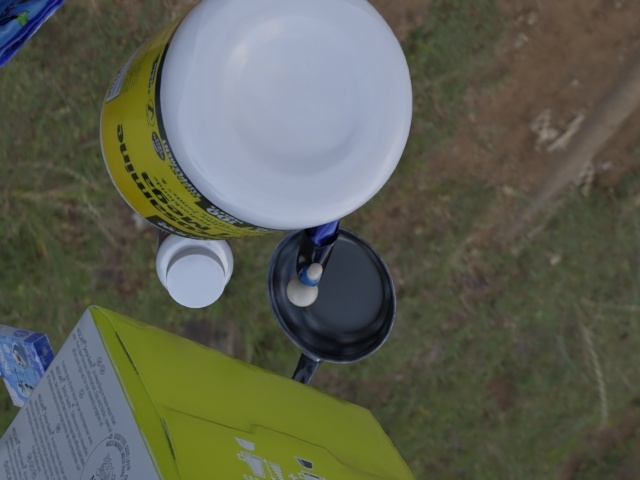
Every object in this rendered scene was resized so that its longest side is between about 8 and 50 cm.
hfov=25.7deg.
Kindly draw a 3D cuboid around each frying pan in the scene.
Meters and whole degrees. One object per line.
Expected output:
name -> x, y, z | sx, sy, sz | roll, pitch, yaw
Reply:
frying pan -> 0.022, 0.131, 1.917 | 0.053, 0.197, 0.326 | -30, 120, -57

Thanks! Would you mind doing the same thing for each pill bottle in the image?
pill bottle -> -0.072, -0.095, 1.136 | 0.188, 0.334, 0.188 | 1, 87, -20
pill bottle -> -0.176, 0.017, 1.965 | 0.108, 0.193, 0.108 | -2, 113, -6

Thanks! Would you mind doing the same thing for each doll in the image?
doll -> 0.000, 0.000, 1.620 | 0.046, 0.129, 0.189 | 16, 123, -11

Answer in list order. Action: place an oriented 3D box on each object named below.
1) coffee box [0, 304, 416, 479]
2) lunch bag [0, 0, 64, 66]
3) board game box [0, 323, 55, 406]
coffee box -> -0.101, 0.318, 1.201 | 0.337, 0.338, 0.334 | 24, 108, -33
lunch bag -> -0.399, -0.178, 1.395 | 0.221, 0.293, 0.138 | -33, 96, 27
board game box -> -0.290, 0.130, 1.401 | 0.020, 0.090, 0.090 | -35, 118, -37
